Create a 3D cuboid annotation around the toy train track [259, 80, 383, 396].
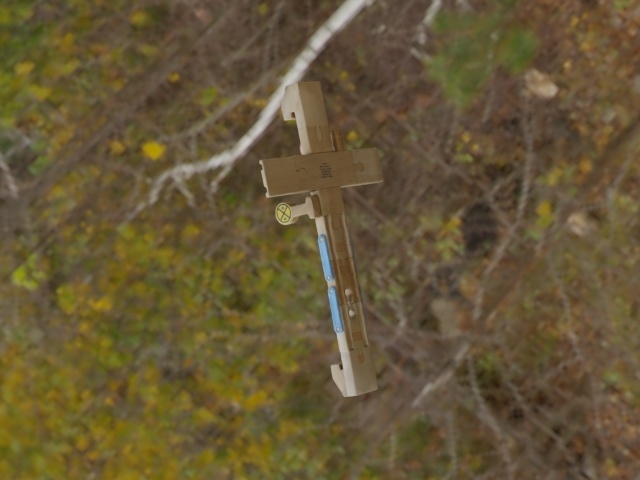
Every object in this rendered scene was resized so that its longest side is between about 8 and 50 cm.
[{"bbox_3d":[0.000,0.000,0.365,0.014,0.048,0.083,-12,88,40],"label":"toy train track"}]
